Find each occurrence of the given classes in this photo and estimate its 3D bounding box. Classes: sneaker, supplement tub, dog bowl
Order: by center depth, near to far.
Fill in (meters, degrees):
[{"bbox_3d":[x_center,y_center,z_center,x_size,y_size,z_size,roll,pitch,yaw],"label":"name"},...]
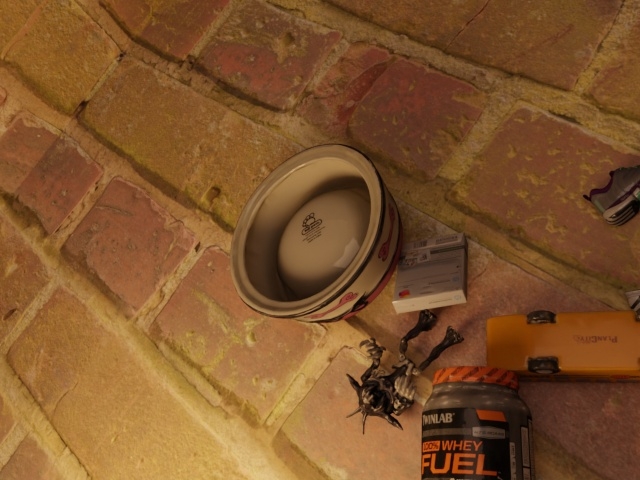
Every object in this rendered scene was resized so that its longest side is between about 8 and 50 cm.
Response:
[{"bbox_3d":[0.271,0.389,1.130,0.193,0.193,0.316,-7,64,23],"label":"supplement tub"},{"bbox_3d":[0.617,0.105,1.189,0.109,0.040,0.044,-13,78,25],"label":"sneaker"},{"bbox_3d":[0.624,-0.131,1.266,0.223,0.083,0.098,-38,51,7],"label":"sneaker"},{"bbox_3d":[0.000,0.000,1.436,0.408,0.150,0.408,-20,55,30],"label":"dog bowl"}]

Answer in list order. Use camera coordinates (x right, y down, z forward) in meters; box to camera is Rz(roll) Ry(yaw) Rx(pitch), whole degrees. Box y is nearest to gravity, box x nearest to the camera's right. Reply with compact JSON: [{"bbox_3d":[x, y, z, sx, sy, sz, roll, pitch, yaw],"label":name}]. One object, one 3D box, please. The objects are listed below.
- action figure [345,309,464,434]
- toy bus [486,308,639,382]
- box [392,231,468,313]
[{"bbox_3d":[0.146,0.256,1.288,0.276,0.141,0.164,-48,57,-5],"label":"action figure"},{"bbox_3d":[0.468,0.192,1.161,0.332,0.130,0.108,-5,64,24],"label":"toy bus"},{"bbox_3d":[0.229,0.064,1.347,0.145,0.038,0.186,-12,33,21],"label":"box"}]
